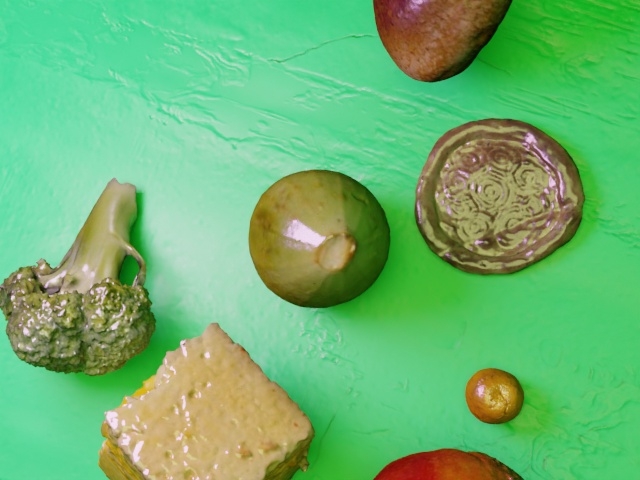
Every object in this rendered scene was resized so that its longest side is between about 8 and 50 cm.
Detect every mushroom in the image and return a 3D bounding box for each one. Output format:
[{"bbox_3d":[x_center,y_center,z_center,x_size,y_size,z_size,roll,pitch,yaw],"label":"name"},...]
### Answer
[{"bbox_3d":[0.172,-0.358,1.426,0.195,0.283,0.263,-1,67,-5],"label":"mushroom"}]

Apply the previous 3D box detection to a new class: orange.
[{"bbox_3d":[0.246,0.221,1.418,0.083,0.070,0.083,0,77,-1],"label":"orange"}]

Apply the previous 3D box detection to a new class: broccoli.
[{"bbox_3d":[-0.369,0.090,1.541,0.254,0.186,0.302,-24,33,10],"label":"broccoli"}]

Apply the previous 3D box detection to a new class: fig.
[{"bbox_3d":[-0.004,-0.008,1.427,0.207,0.230,0.207,-2,73,5],"label":"fig"}]

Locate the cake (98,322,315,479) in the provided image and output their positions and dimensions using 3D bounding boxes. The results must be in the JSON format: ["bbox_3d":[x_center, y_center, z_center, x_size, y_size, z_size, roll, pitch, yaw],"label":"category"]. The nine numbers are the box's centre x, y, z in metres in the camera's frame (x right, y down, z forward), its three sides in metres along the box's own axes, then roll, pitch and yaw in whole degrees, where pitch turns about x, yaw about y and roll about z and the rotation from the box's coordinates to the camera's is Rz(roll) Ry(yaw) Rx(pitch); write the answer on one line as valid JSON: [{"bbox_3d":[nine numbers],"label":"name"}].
[{"bbox_3d":[-0.169,0.302,1.403,0.222,0.286,0.227,-35,70,-27],"label":"cake"}]

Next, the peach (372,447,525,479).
[{"bbox_3d":[0.157,0.457,1.262,0.372,0.290,0.373,-36,40,39],"label":"peach"}]

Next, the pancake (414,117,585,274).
[{"bbox_3d":[0.260,-0.069,1.486,0.250,0.031,0.250,-2,80,12],"label":"pancake"}]
